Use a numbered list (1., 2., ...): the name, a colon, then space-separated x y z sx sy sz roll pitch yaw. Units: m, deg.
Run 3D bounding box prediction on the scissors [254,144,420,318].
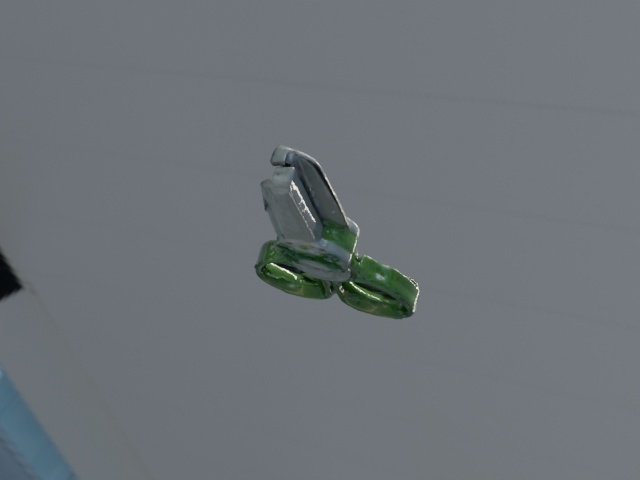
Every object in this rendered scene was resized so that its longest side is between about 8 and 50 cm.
1. scissors: 0.000 0.000 0.643 0.101 0.027 0.204 11 -17 12
